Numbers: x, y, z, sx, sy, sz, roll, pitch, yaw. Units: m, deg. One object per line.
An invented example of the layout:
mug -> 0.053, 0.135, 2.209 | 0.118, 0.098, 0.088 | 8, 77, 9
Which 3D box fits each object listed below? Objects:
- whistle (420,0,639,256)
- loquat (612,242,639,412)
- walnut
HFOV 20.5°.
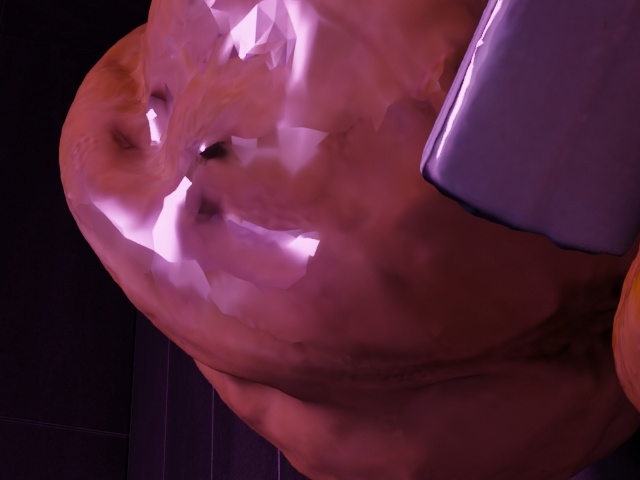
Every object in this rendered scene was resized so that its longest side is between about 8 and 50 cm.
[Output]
whistle -> 0.139, -0.151, 0.751 | 0.163, 0.163, 0.290 | -110, 41, -66
loquat -> 0.200, 0.012, 0.655 | 0.187, 0.176, 0.234 | -46, -16, -39
walnut -> 0.048, -0.035, 0.962 | 0.383, 0.383, 0.383 | -170, 90, -77
